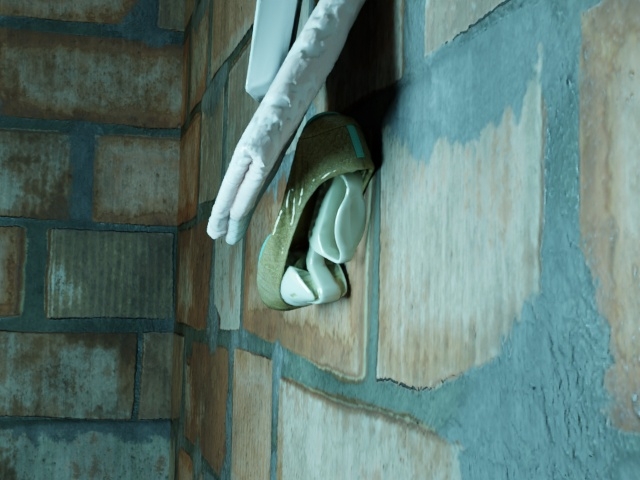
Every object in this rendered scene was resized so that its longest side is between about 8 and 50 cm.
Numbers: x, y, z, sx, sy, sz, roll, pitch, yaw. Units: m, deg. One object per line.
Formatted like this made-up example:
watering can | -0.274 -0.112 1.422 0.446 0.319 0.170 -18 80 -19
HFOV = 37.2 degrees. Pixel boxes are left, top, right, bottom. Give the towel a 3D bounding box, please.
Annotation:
towel | -0.034 -0.176 1.187 0.331 0.053 0.317 -64 4 -22

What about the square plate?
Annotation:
square plate | -0.044 -0.357 1.263 0.347 0.049 0.343 -99 19 -84

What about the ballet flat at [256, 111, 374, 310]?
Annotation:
ballet flat | 0.000 0.000 1.219 0.124 0.116 0.342 56 140 38
